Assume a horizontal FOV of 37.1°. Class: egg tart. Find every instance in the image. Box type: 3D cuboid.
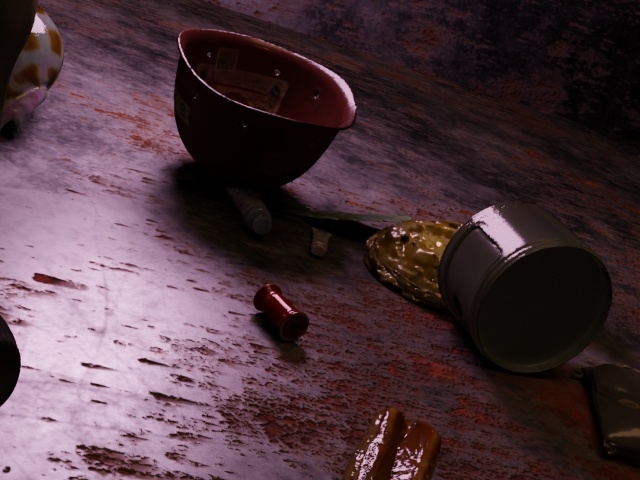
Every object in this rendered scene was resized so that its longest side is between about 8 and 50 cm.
[{"bbox_3d":[0.215,0.030,1.652,0.279,0.095,0.279,13,25,-6],"label":"egg tart"}]

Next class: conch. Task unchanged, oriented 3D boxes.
[{"bbox_3d":[-0.585,-0.339,1.683,0.249,0.197,0.368,-17,35,-31],"label":"conch"}]

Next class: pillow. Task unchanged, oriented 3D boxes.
[{"bbox_3d":[0.470,0.253,1.403,0.169,0.059,0.255,23,20,-2],"label":"pillow"}]

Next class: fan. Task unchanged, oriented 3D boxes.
[{"bbox_3d":[0.075,-0.044,1.761,0.240,0.009,0.131,2,9,-24],"label":"fan"}]

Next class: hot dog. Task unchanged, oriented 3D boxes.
[{"bbox_3d":[0.077,0.251,1.030,0.092,0.062,0.236,25,24,10],"label":"hot dog"}]

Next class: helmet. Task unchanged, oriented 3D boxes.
[{"bbox_3d":[-0.125,-0.208,1.735,0.338,0.230,0.385,8,32,-29],"label":"helmet"}]

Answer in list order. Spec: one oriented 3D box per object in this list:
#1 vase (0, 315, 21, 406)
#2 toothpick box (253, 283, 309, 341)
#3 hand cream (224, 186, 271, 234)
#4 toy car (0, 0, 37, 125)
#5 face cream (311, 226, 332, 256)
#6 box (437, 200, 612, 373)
[{"bbox_3d":[-0.379,0.106,0.904,0.183,0.120,0.120,13,18,19],"label":"vase"},{"bbox_3d":[-0.055,0.097,1.305,0.047,0.047,0.083,4,26,-37],"label":"toothpick box"},{"bbox_3d":[-0.118,-0.057,1.629,0.065,0.043,0.170,9,22,-21],"label":"hand cream"},{"bbox_3d":[-0.528,-0.238,1.278,0.242,0.336,0.226,10,25,-27],"label":"toy car"},{"bbox_3d":[0.000,0.000,1.631,0.038,0.020,0.115,19,20,-3],"label":"face cream"},{"bbox_3d":[0.311,0.071,1.461,0.226,0.226,0.149,12,22,-22],"label":"box"}]
